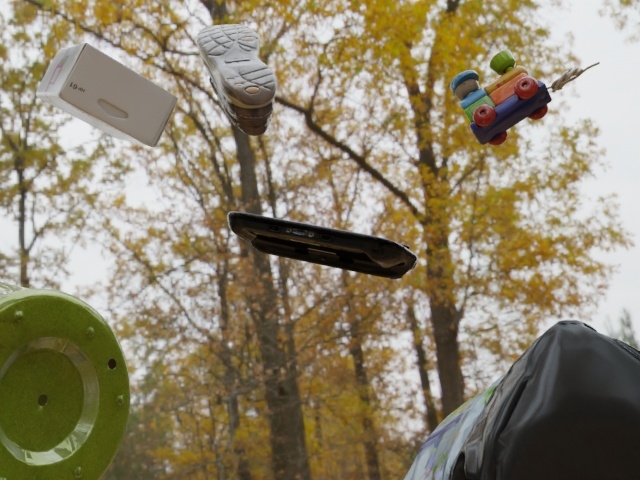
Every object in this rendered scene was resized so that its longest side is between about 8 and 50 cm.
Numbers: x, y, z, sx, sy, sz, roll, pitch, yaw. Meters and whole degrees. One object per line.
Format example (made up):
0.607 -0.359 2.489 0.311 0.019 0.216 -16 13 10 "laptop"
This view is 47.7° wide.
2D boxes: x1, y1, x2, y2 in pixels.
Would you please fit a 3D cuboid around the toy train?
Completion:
0.371 -0.302 1.348 0.248 0.143 0.105 -33 -31 15 "toy train"

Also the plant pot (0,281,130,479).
-0.428 0.189 0.852 0.353 0.366 0.366 -10 -20 32 "plant pot"

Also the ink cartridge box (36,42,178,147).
-0.190 -0.127 0.636 0.088 0.052 0.122 28 -3 -31 "ink cartridge box"

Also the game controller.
0.000 0.000 1.221 0.319 0.067 0.166 10 -17 25 "game controller"

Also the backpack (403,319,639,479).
0.158 0.231 0.480 0.273 0.290 0.355 -51 -4 -10 "backpack"

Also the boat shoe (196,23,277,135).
-0.179 -0.333 1.484 0.132 0.355 0.130 -6 -50 -13 "boat shoe"
